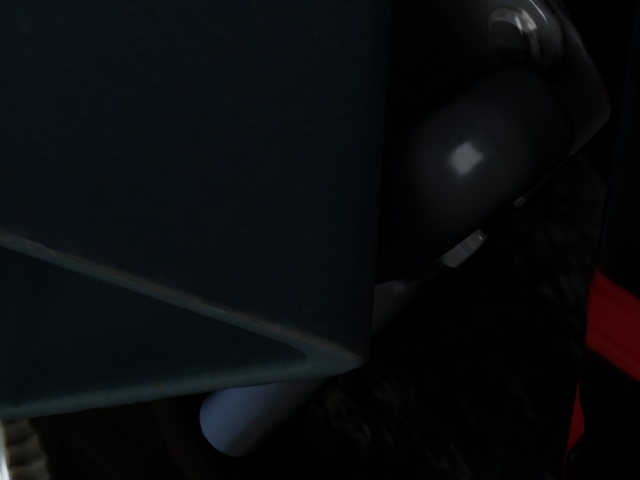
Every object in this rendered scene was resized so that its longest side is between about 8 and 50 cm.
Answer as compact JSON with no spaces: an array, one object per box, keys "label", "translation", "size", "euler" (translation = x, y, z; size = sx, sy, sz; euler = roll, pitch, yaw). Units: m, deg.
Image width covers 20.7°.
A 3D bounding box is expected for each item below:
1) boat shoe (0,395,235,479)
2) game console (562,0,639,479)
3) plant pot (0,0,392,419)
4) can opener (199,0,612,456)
[{"label":"boat shoe","translation":[-0.096,0.130,0.721],"size":[0.110,0.121,0.341],"euler":[-52,47,49]},{"label":"game console","translation":[0.215,0.088,0.390],"size":[0.386,0.060,0.342],"euler":[37,144,35]},{"label":"plant pot","translation":[-0.124,-0.105,0.511],"size":[0.248,0.247,0.252],"euler":[-14,59,56]},{"label":"can opener","translation":[0.000,0.000,0.578],"size":[0.074,0.093,0.280],"euler":[50,147,6]}]
